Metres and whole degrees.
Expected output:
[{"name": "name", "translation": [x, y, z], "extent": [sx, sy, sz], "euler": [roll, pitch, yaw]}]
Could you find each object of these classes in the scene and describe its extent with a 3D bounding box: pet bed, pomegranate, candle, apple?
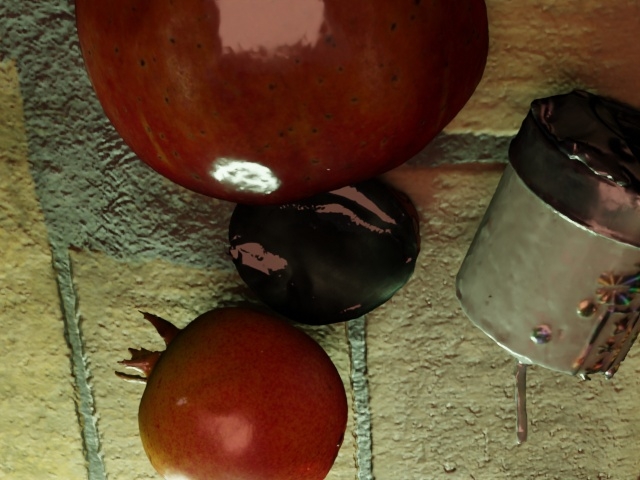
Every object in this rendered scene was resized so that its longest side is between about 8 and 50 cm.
[{"name": "pet bed", "translation": [0.000, 0.000, 1.091], "extent": [0.201, 0.053, 0.201], "euler": [4, 118, 7]}, {"name": "pomegranate", "translation": [-0.097, 0.166, 1.111], "extent": [0.257, 0.221, 0.221], "euler": [31, 120, 11]}, {"name": "candle", "translation": [0.224, 0.033, 0.992], "extent": [0.187, 0.187, 0.330], "euler": [19, 120, -1]}, {"name": "apple", "translation": [-0.043, -0.210, 0.925], "extent": [0.329, 0.295, 0.365], "euler": [-18, 121, -15]}]
